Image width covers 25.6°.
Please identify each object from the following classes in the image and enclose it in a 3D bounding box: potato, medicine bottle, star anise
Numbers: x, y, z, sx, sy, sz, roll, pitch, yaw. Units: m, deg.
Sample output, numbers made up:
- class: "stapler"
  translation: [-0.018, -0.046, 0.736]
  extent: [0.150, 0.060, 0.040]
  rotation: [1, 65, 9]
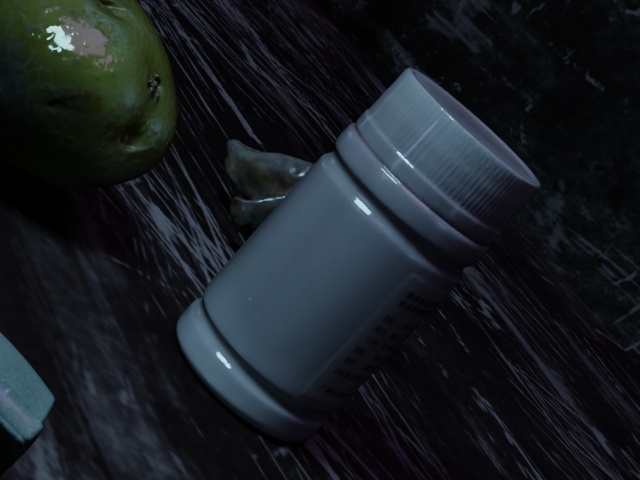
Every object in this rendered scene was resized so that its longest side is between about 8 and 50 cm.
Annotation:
- class: "potato"
  translation: [-0.206, -0.140, 1.020]
  extent: [0.251, 0.159, 0.174]
  rotation: [40, -13, 33]
- class: "medicine bottle"
  translation: [0.024, 0.012, 0.982]
  extent: [0.133, 0.249, 0.133]
  rotation: [38, 14, -12]
- class: "star anise"
  translation: [-0.001, -0.002, 1.284]
  extent: [0.198, 0.110, 0.257]
  rotation: [17, 17, -27]

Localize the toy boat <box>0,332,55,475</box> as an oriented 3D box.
- class: "toy boat"
  translation: [-0.235, 0.016, 0.623]
  extent: [0.260, 0.078, 0.085]
  rotation: [43, 36, -8]
